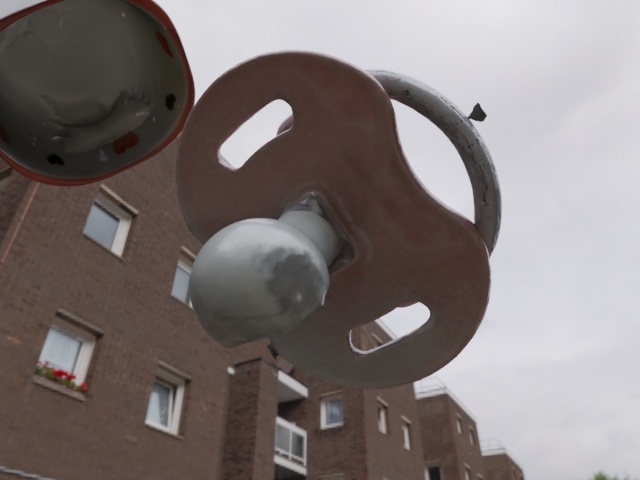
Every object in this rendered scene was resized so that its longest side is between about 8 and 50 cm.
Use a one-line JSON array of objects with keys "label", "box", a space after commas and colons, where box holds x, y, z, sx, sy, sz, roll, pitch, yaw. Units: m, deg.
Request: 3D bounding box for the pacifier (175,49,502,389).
[{"label": "pacifier", "box": [-0.003, -0.001, 0.452, 0.332, 0.273, 0.220, 56, -28, -5]}]

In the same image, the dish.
[{"label": "dish", "box": [-0.284, -0.196, 0.605, 0.256, 0.117, 0.256, -28, -30, -18]}]
